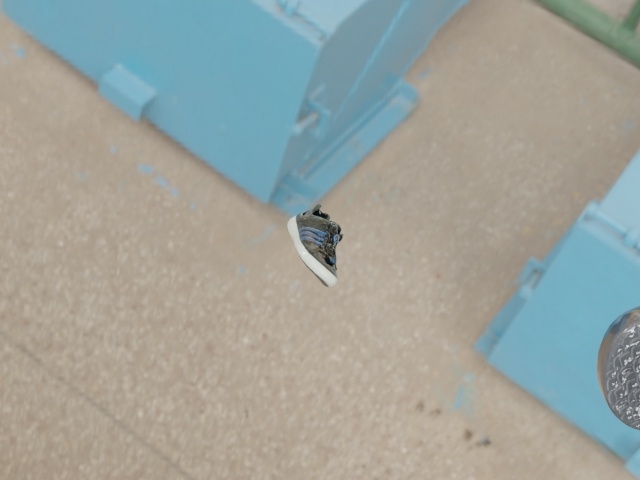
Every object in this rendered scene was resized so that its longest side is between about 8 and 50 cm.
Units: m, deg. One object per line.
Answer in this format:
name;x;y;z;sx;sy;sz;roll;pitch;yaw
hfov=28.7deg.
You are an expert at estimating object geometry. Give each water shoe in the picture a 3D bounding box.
water shoe;0.000;0.000;2.119;0.080;0.073;0.203;-37;35;5

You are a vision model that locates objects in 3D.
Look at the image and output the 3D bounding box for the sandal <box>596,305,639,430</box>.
sandal;0.286;0.080;0.715;0.254;0.097;0.054;13;13;1
